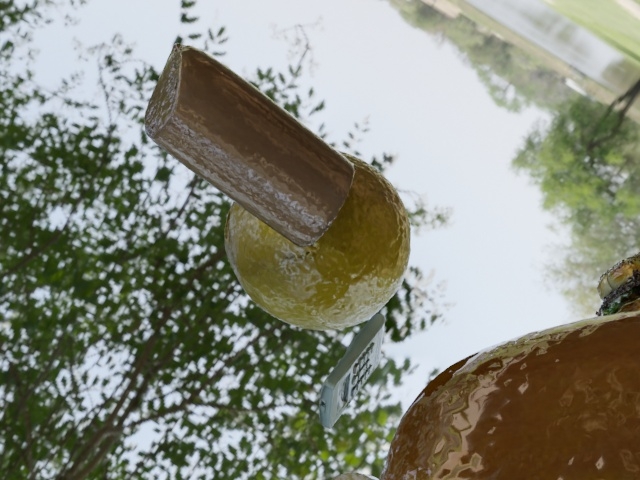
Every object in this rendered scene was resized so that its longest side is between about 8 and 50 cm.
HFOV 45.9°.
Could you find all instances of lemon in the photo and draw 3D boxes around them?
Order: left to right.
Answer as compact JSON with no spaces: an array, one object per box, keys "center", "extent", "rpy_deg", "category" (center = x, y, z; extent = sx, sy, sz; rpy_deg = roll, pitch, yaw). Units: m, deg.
[{"center":[-0.001,-0.001,1.113],"extent":[0.293,0.293,0.293],"rpy_deg":[29,-161,-11],"category":"lemon"}]

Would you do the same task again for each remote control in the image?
[{"center":[0.037,0.143,0.859],"extent":[0.029,0.061,0.162],"rpy_deg":[14,-153,22],"category":"remote control"}]

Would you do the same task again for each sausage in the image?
[{"center":[-0.086,-0.108,0.867],"extent":[0.253,0.123,0.123],"rpy_deg":[35,-164,-22],"category":"sausage"}]

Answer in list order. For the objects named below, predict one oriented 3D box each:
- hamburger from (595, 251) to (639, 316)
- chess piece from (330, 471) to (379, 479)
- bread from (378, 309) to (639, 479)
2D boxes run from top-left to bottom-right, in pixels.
[{"center":[0.525,0.069,1.218],"extent":[0.164,0.189,0.093],"rpy_deg":[-13,-113,-26],"category":"hamburger"},{"center":[0.115,0.384,0.944],"extent":[0.301,0.137,0.137],"rpy_deg":[34,-167,-44],"category":"chess piece"},{"center":[0.159,0.129,0.306],"extent":[0.156,0.288,0.204],"rpy_deg":[51,-137,-35],"category":"bread"}]
